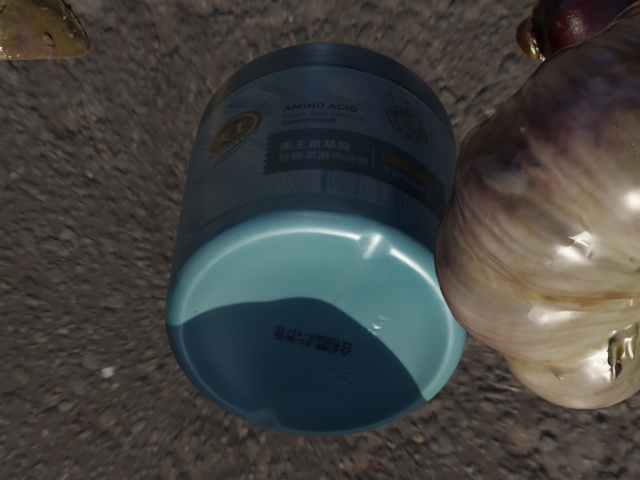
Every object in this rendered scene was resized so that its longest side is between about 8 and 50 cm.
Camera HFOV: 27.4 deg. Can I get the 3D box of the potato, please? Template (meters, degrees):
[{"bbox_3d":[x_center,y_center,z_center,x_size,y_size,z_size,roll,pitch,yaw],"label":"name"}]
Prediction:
[{"bbox_3d":[-0.325,-0.238,1.394,0.172,0.089,0.100,1,107,-16],"label":"potato"}]

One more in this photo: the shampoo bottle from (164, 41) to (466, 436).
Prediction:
[{"bbox_3d":[0.000,0.000,1.508,0.331,0.342,0.331,2,128,2],"label":"shampoo bottle"}]

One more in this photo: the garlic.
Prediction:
[{"bbox_3d":[0.167,-0.027,0.688,0.245,0.245,0.160,-27,47,-4],"label":"garlic"}]

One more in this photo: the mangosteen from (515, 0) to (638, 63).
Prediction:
[{"bbox_3d":[0.298,-0.240,1.495,0.152,0.152,0.152,0,87,-3],"label":"mangosteen"}]
